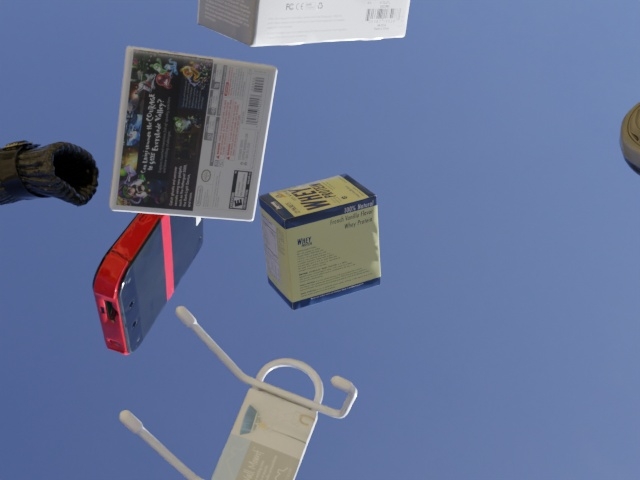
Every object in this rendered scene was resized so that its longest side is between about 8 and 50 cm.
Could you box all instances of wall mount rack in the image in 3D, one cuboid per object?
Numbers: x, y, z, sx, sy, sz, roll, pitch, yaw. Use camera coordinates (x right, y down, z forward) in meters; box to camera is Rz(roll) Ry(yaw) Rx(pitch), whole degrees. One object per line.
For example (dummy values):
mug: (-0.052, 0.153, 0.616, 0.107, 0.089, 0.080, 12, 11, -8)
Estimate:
wall mount rack: (-0.118, 0.262, 1.395, 0.304, 0.130, 0.350, 21, -135, 2)

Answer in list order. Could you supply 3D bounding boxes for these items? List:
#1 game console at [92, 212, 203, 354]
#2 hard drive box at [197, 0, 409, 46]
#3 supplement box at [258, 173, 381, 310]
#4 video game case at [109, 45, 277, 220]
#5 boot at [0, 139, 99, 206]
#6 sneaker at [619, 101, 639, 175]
game console: (-0.336, 0.033, 1.897, 0.060, 0.386, 0.342, 25, -119, 6)
hard drive box: (-0.002, -0.294, 0.806, 0.181, 0.232, 0.089, -13, -149, -38)
supplement box: (0.000, 0.000, 0.777, 0.083, 0.083, 0.056, -16, -151, -21)
video game case: (-0.149, -0.120, 1.095, 0.173, 0.190, 0.022, 4, -161, -19)
boot: (-0.590, -0.113, 1.686, 0.260, 0.131, 0.348, 7, -164, 21)
sneaker: (0.271, -0.011, 0.510, 0.222, 0.118, 0.083, 13, -125, 18)
